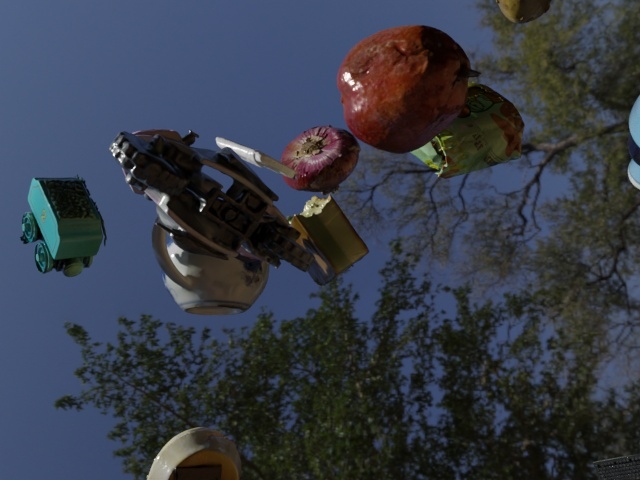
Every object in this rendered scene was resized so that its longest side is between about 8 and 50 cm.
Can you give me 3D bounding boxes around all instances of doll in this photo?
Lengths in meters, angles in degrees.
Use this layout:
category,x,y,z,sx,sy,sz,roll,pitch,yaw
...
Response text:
category,x,y,z,sx,sy,sz,roll,pitch,yaw
doll,0.716,-0.212,1.200,0.314,0.141,0.177,56,-148,-55

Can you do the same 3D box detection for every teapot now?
category,x,y,z,sx,sy,sz,roll,pitch,yaw
teapot,-0.248,0.031,1.370,0.424,0.253,0.279,26,-121,-61

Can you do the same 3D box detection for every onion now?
category,x,y,z,sx,sy,sz,roll,pitch,yaw
onion,0.009,-0.208,1.593,0.163,0.230,0.229,54,-132,-38

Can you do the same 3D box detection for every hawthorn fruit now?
category,x,y,z,sx,sy,sz,roll,pitch,yaw
hawthorn fruit,0.116,-0.209,0.794,0.173,0.179,0.173,44,-157,-25

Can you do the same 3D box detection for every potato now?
category,x,y,z,sx,sy,sz,roll,pitch,yaw
potato,0.363,-0.462,1.007,0.137,0.176,0.137,1,-113,-3

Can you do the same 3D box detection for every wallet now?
category,x,y,z,sx,sy,sz,roll,pitch,yaw
wallet,-0.148,-0.185,1.286,0.124,0.183,0.031,20,-86,-48

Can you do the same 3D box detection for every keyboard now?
category,x,y,z,sx,sy,sz,roll,pitch,yaw
keyboard,0.775,0.563,1.414,0.015,0.197,0.074,7,-118,-45

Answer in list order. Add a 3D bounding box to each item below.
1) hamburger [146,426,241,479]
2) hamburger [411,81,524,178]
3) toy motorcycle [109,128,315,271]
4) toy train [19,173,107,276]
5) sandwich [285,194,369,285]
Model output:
category,x,y,z,sx,sy,sz,roll,pitch,yaw
hamburger,-0.319,0.614,1.425,0.227,0.151,0.295,21,-88,-26
hamburger,0.242,-0.222,1.072,0.214,0.125,0.235,-5,-130,-19
toy motorcycle,-0.150,-0.058,0.801,0.327,0.188,0.143,33,-88,-37
toy train,-0.528,-0.032,1.183,0.112,0.163,0.203,-10,-127,-45
sandwich,0.000,0.000,1.309,0.108,0.220,0.186,-34,-97,-16
